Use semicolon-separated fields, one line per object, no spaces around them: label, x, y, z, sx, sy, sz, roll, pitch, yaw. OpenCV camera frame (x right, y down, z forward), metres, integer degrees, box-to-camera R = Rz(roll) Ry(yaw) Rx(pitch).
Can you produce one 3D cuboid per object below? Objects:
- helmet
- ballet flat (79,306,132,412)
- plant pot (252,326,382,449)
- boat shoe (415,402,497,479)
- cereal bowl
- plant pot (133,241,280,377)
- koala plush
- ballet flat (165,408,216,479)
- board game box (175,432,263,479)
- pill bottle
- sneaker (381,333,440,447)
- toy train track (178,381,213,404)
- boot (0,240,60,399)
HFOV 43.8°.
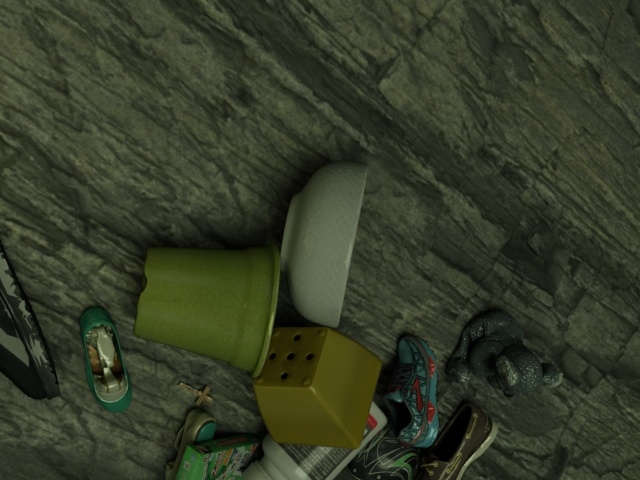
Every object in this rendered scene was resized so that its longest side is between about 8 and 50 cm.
helmet;0.146;0.506;1.883;0.169;0.169;0.162;-39;132;-7
ballet flat;-0.438;0.258;1.623;0.083;0.087;0.248;-15;110;-17
plant pot;-0.021;0.290;1.661;0.187;0.212;0.212;56;41;-42
boat shoe;0.308;0.552;1.989;0.096;0.116;0.324;44;83;-21
cereal bowl;0.000;0.000;1.608;0.141;0.339;0.339;10;102;2
plant pot;-0.233;0.119;1.587;0.253;0.276;0.276;10;101;-12
koala plush;0.450;0.290;1.906;0.196;0.221;0.204;13;100;-24
ballet flat;-0.296;0.485;1.752;0.086;0.086;0.249;17;98;-25
board game box;-0.256;0.588;1.756;0.213;0.046;0.318;9;103;-55
pill bottle;-0.018;0.455;1.782;0.318;0.176;0.176;-44;116;-11
sneaker;0.202;0.341;1.835;0.125;0.104;0.262;9;65;-31
toy train track;-0.274;0.331;1.750;0.083;0.014;0.048;32;99;-20
boot;-0.749;0.208;1.451;0.445;0.146;0.367;-23;104;-17
